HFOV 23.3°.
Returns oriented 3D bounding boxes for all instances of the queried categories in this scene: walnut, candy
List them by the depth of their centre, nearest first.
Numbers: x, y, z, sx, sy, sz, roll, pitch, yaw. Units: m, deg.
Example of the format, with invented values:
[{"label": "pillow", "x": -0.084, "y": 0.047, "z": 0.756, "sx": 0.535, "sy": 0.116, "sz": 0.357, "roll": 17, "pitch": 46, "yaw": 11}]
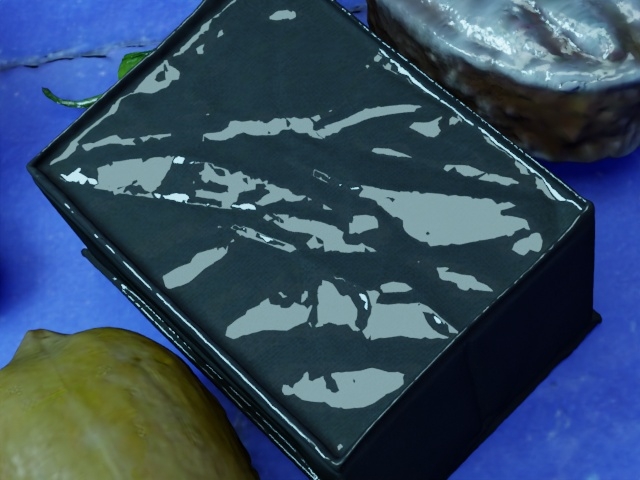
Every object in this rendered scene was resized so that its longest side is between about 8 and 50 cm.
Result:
[{"label": "walnut", "x": -0.139, "y": 0.173, "z": 1.085, "sx": 0.203, "sy": 0.203, "sz": 0.297, "roll": -27, "pitch": 60, "yaw": -3}, {"label": "candy", "x": 0.160, "y": -0.180, "z": 1.216, "sx": 0.214, "sy": 0.157, "sz": 0.289, "roll": -36, "pitch": 57, "yaw": -23}]

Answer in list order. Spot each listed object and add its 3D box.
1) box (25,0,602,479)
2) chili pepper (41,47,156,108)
[{"label": "box", "x": 0.000, "y": 0.001, "z": 1.132, "sx": 0.251, "sy": 0.204, "sz": 0.345, "roll": -44, "pitch": 66, "yaw": -11}, {"label": "chili pepper", "x": -0.097, "y": -0.160, "z": 1.264, "sx": 0.279, "sy": 0.122, "sz": 0.065, "roll": -36, "pitch": 47, "yaw": 33}]
